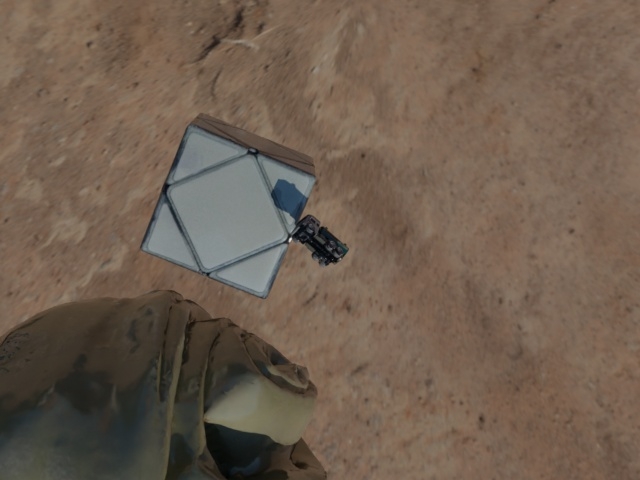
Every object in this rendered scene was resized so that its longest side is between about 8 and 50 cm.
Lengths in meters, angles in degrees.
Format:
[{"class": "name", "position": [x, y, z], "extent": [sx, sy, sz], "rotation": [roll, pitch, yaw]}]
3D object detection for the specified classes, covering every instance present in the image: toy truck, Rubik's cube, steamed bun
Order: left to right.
[{"class": "steamed bun", "position": [-0.100, 0.188, 0.750], "extent": [0.219, 0.310, 0.324], "rotation": [-28, 58, 19]}, {"class": "Rubik's cube", "position": [-0.136, -0.058, 1.537], "extent": [0.205, 0.205, 0.207], "rotation": [23, 101, -7]}, {"class": "toy truck", "position": [0.000, 0.000, 1.415], "extent": [0.083, 0.044, 0.039], "rotation": [41, 126, -15]}]

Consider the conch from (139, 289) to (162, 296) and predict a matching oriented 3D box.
[{"class": "conch", "position": [-0.224, 0.128, 1.020], "extent": [0.185, 0.221, 0.121], "rotation": [-8, 97, 35]}]
